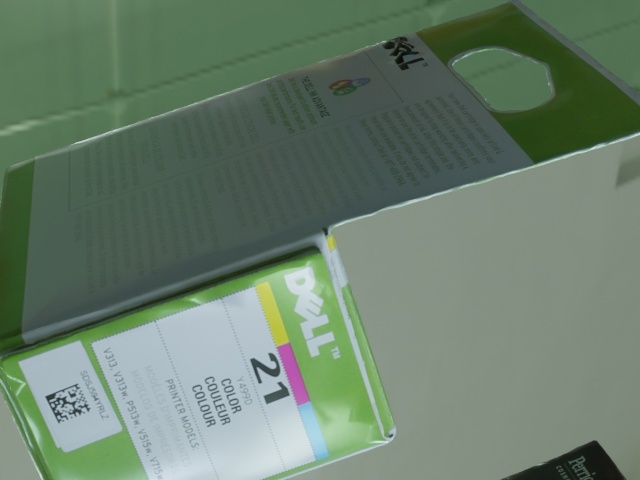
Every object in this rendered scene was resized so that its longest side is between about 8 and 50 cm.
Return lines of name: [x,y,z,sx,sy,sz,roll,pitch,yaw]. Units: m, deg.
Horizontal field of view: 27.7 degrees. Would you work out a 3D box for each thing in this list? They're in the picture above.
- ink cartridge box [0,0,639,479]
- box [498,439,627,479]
ink cartridge box: [0.000,0.000,0.545,0.255,0.097,0.189,-18,-154,-2]
box: [0.109,0.322,0.824,0.312,0.179,0.343,-21,-163,0]
